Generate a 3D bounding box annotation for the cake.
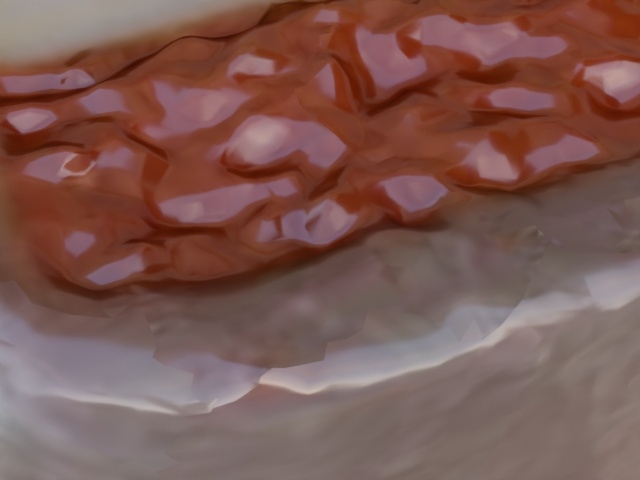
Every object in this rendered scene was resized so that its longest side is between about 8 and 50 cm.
[{"bbox_3d":[0.013,-0.008,0.506,0.309,0.230,0.237,-17,55,-21],"label":"cake"}]
